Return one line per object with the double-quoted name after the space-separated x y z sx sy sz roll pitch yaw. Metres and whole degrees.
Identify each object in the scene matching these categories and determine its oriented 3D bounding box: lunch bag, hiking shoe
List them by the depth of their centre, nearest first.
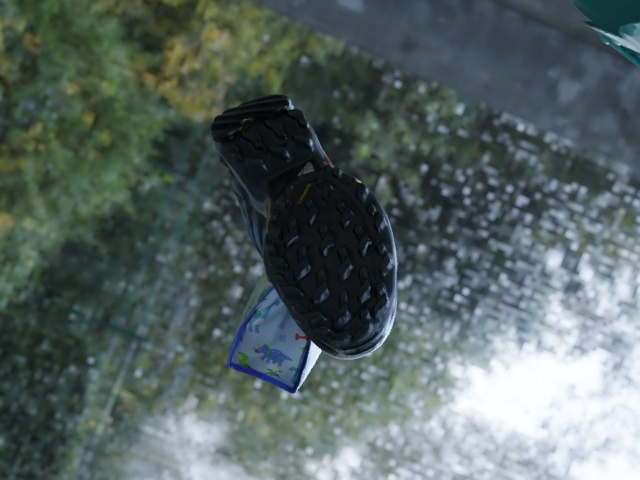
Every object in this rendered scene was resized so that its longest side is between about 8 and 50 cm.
0.000 0.000 1.357 0.132 0.113 0.304 71 -3 -46 "hiking shoe"
-0.021 0.053 1.553 0.129 0.096 0.151 -65 174 -53 "lunch bag"

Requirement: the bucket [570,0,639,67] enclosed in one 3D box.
0.341 -0.221 1.139 0.281 0.183 0.281 -46 -155 30 "bucket"
